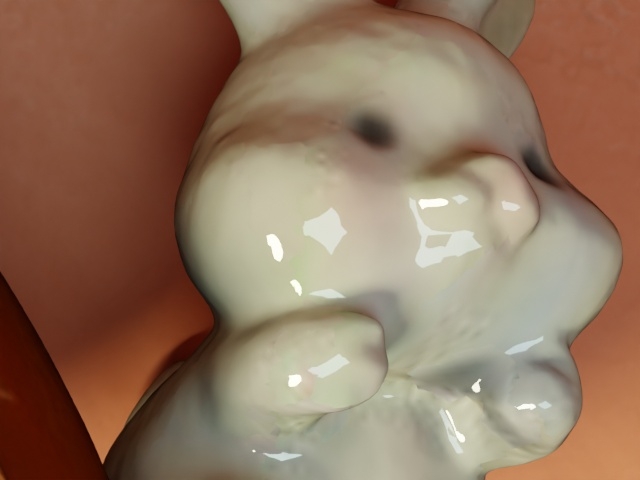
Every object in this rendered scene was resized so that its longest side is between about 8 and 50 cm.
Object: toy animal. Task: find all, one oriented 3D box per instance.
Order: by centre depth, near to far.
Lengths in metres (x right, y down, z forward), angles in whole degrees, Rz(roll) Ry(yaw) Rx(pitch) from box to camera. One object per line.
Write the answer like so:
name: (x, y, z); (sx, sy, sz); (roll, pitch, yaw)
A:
toy animal: (0.005, 0.004, 0.841); (0.196, 0.241, 0.368); (11, 93, -32)

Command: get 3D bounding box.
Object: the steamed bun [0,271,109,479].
steamed bun: (-0.242, 0.052, 0.739); (0.235, 0.248, 0.379); (-35, 86, -7)
